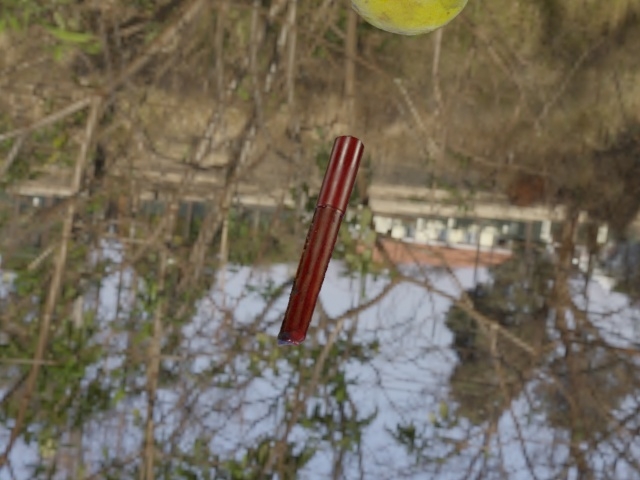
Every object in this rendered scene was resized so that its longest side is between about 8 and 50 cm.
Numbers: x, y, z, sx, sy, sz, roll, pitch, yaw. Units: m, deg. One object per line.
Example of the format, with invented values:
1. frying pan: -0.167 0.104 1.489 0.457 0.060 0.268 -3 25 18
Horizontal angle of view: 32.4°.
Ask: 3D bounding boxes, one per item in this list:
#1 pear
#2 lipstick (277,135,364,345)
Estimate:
1. pear: 0.084 -0.248 1.044 0.131 0.107 0.107 -5 178 34
2. lipstick: 0.000 0.000 0.848 0.027 0.176 0.027 14 157 6
